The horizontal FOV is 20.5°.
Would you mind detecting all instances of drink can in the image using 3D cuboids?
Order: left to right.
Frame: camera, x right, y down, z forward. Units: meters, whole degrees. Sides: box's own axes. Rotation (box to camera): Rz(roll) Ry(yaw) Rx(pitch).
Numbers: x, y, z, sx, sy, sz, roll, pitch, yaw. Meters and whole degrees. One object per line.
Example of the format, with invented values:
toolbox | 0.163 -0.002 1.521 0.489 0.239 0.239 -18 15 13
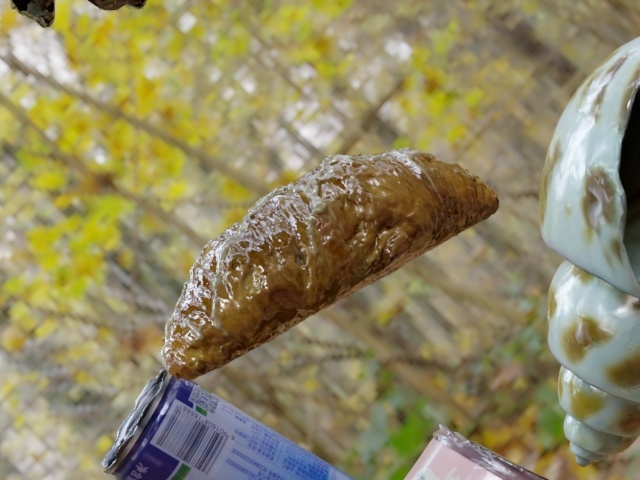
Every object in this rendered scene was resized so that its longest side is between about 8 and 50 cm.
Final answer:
drink can | -0.041 0.191 1.319 0.097 0.235 0.097 -57 9 14

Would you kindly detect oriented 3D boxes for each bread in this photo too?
bread | 0.000 0.000 0.994 0.233 0.076 0.105 -30 -4 -27

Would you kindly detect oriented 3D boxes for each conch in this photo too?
conch | 0.258 0.003 1.341 0.249 0.197 0.368 4 -89 -41

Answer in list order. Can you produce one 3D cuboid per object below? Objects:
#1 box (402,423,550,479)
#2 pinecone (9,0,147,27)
box | 0.092 0.193 1.048 0.135 0.151 0.151 -57 -7 -4
pinecone | -0.137 -0.232 0.781 0.242 0.296 0.298 -82 -7 -80
